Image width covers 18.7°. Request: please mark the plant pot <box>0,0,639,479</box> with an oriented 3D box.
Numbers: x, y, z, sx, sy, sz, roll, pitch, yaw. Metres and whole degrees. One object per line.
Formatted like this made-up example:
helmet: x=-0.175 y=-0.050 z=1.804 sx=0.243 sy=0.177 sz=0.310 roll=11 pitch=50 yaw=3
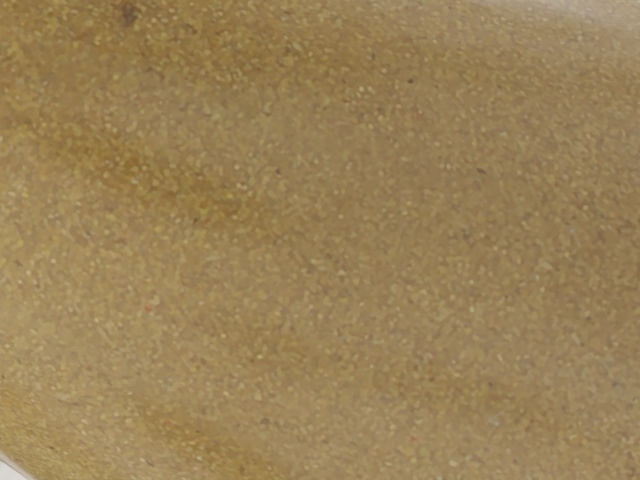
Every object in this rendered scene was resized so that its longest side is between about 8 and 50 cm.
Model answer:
plant pot: x=0.000 y=0.000 z=0.521 sx=0.237 sy=0.254 sz=0.237 roll=-52 pitch=26 yaw=38
